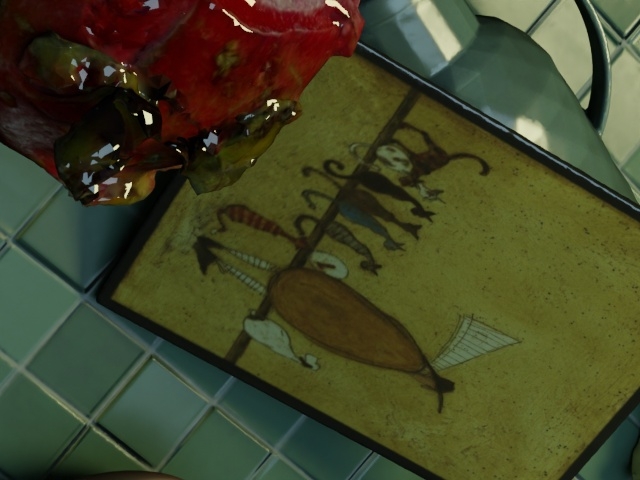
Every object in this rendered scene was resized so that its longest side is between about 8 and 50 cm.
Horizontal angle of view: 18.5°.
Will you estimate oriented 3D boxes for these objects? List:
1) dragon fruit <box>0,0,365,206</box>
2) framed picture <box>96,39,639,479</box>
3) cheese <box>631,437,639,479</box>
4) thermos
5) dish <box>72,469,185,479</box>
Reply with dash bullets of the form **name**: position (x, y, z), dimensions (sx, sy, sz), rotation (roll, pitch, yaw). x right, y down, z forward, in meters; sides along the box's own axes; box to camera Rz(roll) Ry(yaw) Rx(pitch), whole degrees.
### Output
- **dragon fruit**: position (-0.126, -0.145, 1.095), dimensions (0.250, 0.291, 0.269), rotation (-8, 85, -52)
- **framed picture**: position (0.060, 0.028, 1.251), dimensions (0.338, 0.014, 0.255), rotation (30, 120, -12)
- **cheese**: position (0.329, 0.196, 1.507), dimensions (0.127, 0.050, 0.255), rotation (-43, 117, -7)
- **thermos**: position (0.117, -0.070, 1.282), dimensions (0.182, 0.145, 0.286), rotation (-33, 116, 0)
- **dish**: position (-0.145, 0.240, 1.298), dimensions (0.213, 0.090, 0.213), rotation (-6, 107, -19)
